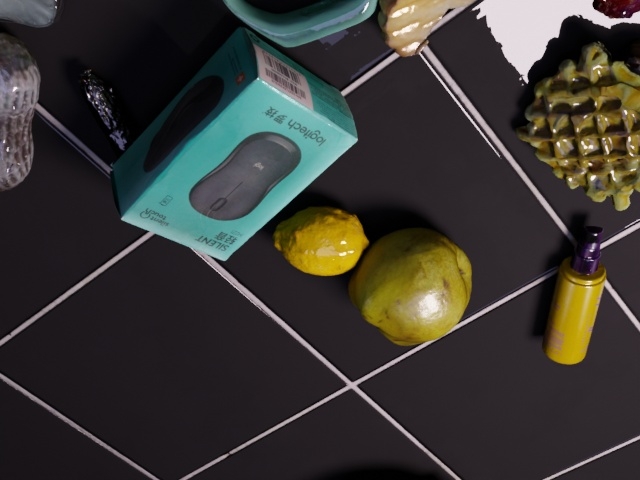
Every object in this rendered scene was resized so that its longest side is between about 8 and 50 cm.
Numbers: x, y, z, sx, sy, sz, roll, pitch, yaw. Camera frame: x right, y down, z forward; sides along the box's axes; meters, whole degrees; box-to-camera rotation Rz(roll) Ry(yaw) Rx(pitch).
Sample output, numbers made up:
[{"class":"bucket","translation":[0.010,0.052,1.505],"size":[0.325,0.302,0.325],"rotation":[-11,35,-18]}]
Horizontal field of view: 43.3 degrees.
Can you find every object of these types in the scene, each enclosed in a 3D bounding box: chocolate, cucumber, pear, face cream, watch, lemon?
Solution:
[{"class":"chocolate","translation":[-0.455,-0.182,1.146],"size":[0.110,0.110,0.248],"rotation":[13,128,-10]},{"class":"cucumber","translation":[-0.303,-0.173,1.188],"size":[0.053,0.053,0.181],"rotation":[-17,124,12]},{"class":"pear","translation":[0.148,0.073,1.296],"size":[0.200,0.200,0.200],"rotation":[0,127,-1]},{"class":"face cream","translation":[0.439,0.090,1.374],"size":[0.078,0.078,0.273],"rotation":[0,126,-1]},{"class":"watch","translation":[-0.018,-0.361,1.046],"size":[0.237,0.068,0.195],"rotation":[-15,123,15]},{"class":"lemon","translation":[0.000,0.000,1.279],"size":[0.155,0.114,0.114],"rotation":[2,127,3]}]

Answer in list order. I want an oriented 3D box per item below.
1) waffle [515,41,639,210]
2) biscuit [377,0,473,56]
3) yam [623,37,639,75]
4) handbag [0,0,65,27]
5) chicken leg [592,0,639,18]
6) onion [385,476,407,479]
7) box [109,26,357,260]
[{"class":"waffle","translation":[0.395,-0.154,1.149],"size":[0.223,0.054,0.204],"rotation":[40,139,7]},{"class":"biscuit","translation":[0.144,-0.335,1.062],"size":[0.183,0.061,0.118],"rotation":[-36,144,22]},{"class":"yam","translation":[0.457,-0.210,1.154],"size":[0.079,0.079,0.141],"rotation":[3,129,-3]},{"class":"handbag","translation":[-0.424,-0.421,0.992],"size":[0.191,0.075,0.332],"rotation":[6,129,-1]},{"class":"chicken leg","translation":[0.467,-0.449,0.969],"size":[0.158,0.096,0.407],"rotation":[24,120,-22]},{"class":"onion","translation":[0.179,0.658,1.666],"size":[0.347,0.285,0.348],"rotation":[-8,142,-6]},{"class":"box","translation":[-0.127,-0.123,1.153],"size":[0.311,0.118,0.205],"rotation":[-40,135,25]}]
